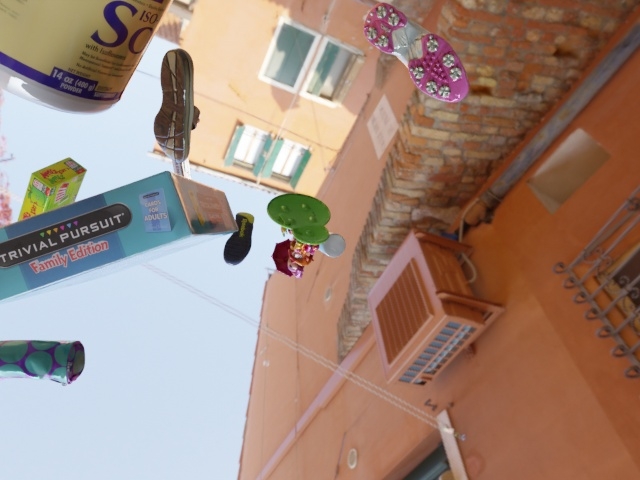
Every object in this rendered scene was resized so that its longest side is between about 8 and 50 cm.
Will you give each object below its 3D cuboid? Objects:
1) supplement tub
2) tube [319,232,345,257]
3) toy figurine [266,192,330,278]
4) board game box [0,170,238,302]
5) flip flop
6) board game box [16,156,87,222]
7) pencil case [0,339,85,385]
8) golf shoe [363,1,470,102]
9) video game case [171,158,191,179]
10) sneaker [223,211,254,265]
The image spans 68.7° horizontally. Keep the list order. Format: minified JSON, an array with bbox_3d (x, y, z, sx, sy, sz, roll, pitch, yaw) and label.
[{"bbox_3d":[-0.310,-0.359,0.595,0.241,0.331,0.241,33,-158,-16],"label":"supplement tub"},{"bbox_3d":[0.000,0.000,1.108,0.080,0.052,0.207,44,173,-16],"label":"tube"},{"bbox_3d":[-0.047,0.014,0.968,0.130,0.159,0.173,-7,-141,-22],"label":"toy figurine"},{"bbox_3d":[-0.270,-0.006,0.655,0.336,0.254,0.079,-135,26,-87],"label":"board game box"},{"bbox_3d":[-0.312,-0.296,1.058,0.112,0.276,0.080,34,-140,20],"label":"flip flop"},{"bbox_3d":[-0.515,-0.066,0.887,0.043,0.181,0.092,37,-148,-4],"label":"board game box"},{"bbox_3d":[-0.450,0.187,0.716,0.152,0.064,0.070,3,-106,-10],"label":"pencil case"},{"bbox_3d":[0.245,-0.448,1.112,0.306,0.115,0.140,48,-145,11],"label":"golf shoe"},{"bbox_3d":[-0.377,-0.229,1.256,0.023,0.183,0.201,-7,-159,-8],"label":"video game case"},{"bbox_3d":[-0.172,0.005,0.996,0.053,0.059,0.144,17,-135,-6],"label":"sneaker"}]
